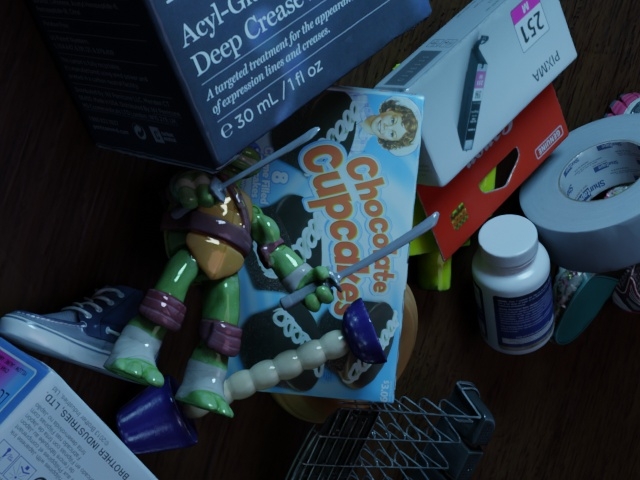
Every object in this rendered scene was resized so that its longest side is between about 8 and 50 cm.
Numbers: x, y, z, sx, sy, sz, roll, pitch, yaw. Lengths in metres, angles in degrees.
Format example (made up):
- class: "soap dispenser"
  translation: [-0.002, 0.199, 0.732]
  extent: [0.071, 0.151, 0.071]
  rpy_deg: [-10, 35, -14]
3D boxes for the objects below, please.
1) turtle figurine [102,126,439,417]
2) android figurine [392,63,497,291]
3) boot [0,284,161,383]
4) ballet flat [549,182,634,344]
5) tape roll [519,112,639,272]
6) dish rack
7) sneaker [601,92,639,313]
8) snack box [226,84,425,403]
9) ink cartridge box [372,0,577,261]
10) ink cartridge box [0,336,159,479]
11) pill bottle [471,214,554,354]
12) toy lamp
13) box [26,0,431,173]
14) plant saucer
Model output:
- class: "turtle figurine"
  translation: [-0.072, 0.025, 1.306]
  extent: [0.198, 0.274, 0.266]
  rpy_deg: [49, 59, -68]
- class: "android figurine"
  translation: [0.108, -0.070, 1.617]
  extent: [0.248, 0.056, 0.273]
  rpy_deg: [-7, 106, -40]
- class: "boot"
  translation: [-0.225, 0.076, 1.351]
  extent: [0.190, 0.069, 0.086]
  rpy_deg: [28, 73, -50]
- class: "ballet flat"
  translation: [0.358, 0.024, 1.832]
  extent: [0.091, 0.077, 0.241]
  rpy_deg: [18, 111, -44]
- class: "tape roll"
  translation: [0.359, -0.060, 1.728]
  extent: [0.219, 0.219, 0.072]
  rpy_deg: [-48, 126, -23]
- class: "dish rack"
  translation: [0.066, 0.260, 1.603]
  extent: [0.271, 0.074, 0.208]
  rpy_deg: [9, 112, -38]
- class: "sneaker"
  translation: [0.436, -0.044, 1.874]
  extent: [0.120, 0.112, 0.299]
  rpy_deg: [-14, 109, -39]
- class: "snack box"
  translation: [0.000, 0.000, 1.459]
  extent: [0.187, 0.060, 0.322]
  rpy_deg: [5, 97, 1]
- class: "ink cartridge box"
  translation: [0.198, -0.144, 1.603]
  extent: [0.275, 0.060, 0.239]
  rpy_deg: [-43, 123, -30]
- class: "ink cartridge box"
  translation: [-0.326, 0.317, 1.238]
  extent: [0.395, 0.151, 0.270]
  rpy_deg: [-49, 126, -19]
- class: "pill bottle"
  translation: [0.232, 0.051, 1.695]
  extent: [0.094, 0.094, 0.169]
  rpy_deg: [-44, 143, -26]
- class: "toy lamp"
  translation: [-0.072, 0.142, 1.409]
  extent: [0.274, 0.080, 0.080]
  rpy_deg: [-21, 118, 1]
- class: "box"
  translation: [-0.118, -0.311, 1.257]
  extent: [0.293, 0.212, 0.396]
  rpy_deg: [-39, 122, -28]
- class: "plant saucer"
  translation: [0.030, 0.119, 1.566]
  extent: [0.200, 0.037, 0.200]
  rpy_deg: [-14, 119, -28]
